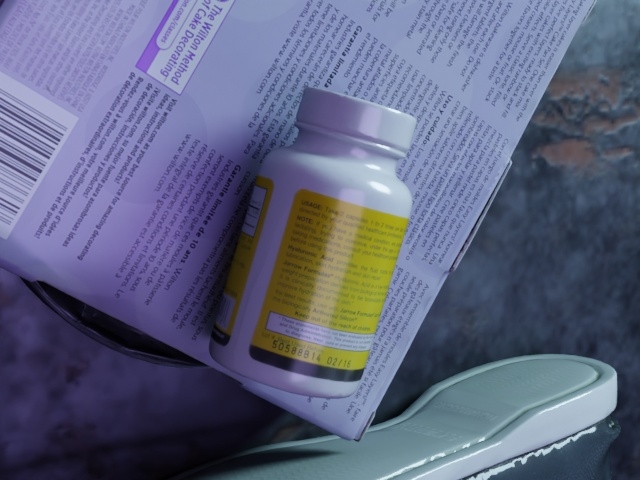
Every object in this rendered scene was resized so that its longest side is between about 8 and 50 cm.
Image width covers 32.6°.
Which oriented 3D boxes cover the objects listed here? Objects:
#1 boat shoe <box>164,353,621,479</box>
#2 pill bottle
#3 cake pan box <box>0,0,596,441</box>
[{"bbox_3d":[0.033,0.138,0.538,0.303,0.114,0.091,-13,100,-24],"label":"boat shoe"},{"bbox_3d":[0.000,0.000,0.444,0.065,0.065,0.116,14,95,-29],"label":"pill bottle"},{"bbox_3d":[-0.027,-0.067,0.491,0.246,0.070,0.267,30,86,-27],"label":"cake pan box"}]
